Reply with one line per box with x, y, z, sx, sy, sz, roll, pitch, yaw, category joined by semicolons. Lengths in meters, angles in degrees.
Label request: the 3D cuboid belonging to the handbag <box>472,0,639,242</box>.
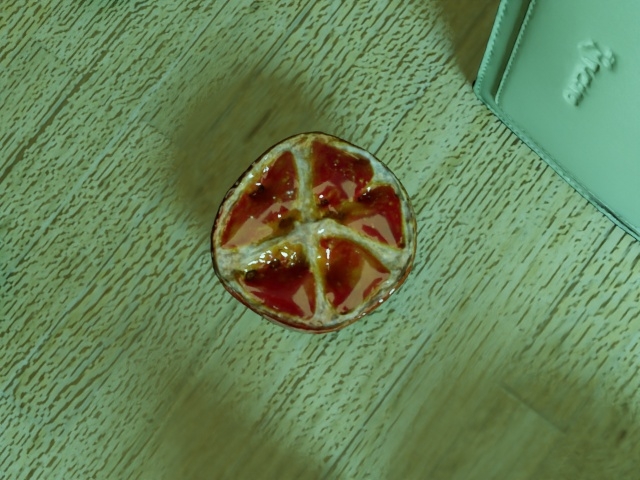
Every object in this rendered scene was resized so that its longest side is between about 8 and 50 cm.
0.240;-0.120;0.488;0.160;0.358;0.237;-39;79;-4;handbag

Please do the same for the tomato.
0.000;0.000;0.636;0.155;0.069;0.156;-2;77;8;tomato
